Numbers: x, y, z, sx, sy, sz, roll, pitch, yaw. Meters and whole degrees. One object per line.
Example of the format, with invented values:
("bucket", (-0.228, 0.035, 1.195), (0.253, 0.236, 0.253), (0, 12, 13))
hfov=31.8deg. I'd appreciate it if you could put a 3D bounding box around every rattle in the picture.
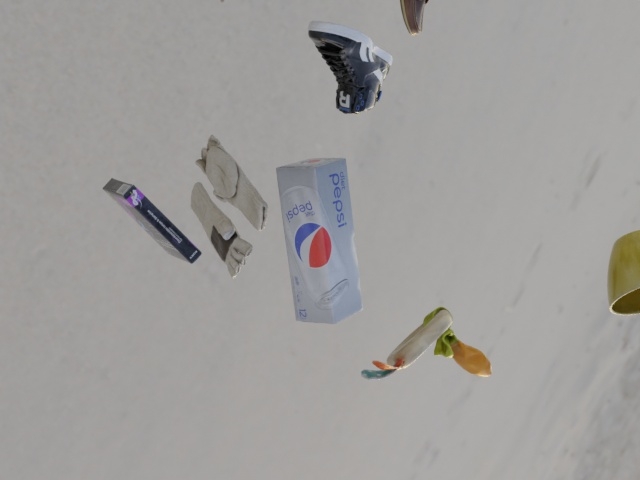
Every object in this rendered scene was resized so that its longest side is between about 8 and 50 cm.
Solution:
("rattle", (0.163, 0.199, 1.722), (0.130, 0.142, 0.200), (-25, -172, 28))

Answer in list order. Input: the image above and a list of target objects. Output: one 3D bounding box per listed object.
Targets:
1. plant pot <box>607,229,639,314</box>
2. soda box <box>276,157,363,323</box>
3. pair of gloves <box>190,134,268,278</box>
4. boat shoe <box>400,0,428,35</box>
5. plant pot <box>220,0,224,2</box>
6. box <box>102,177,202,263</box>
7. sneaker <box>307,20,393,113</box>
("plant pot", (0.475, 0.040, 1.641), (0.134, 0.095, 0.134), (-10, 155, -5))
("soda box", (0.000, 0.000, 2.004), (0.098, 0.091, 0.286), (-20, 107, -51))
("pair of gloves", (-0.182, -0.064, 2.098), (0.042, 0.204, 0.240), (-22, 154, -30))
("boat shoe", (0.198, -0.512, 2.312), (0.064, 0.060, 0.178), (13, 73, -67))
("plant pot", (-0.102, -0.466, 1.697), (0.165, 0.167, 0.167), (-20, 159, 1))
("box", (-0.269, -0.031, 1.791), (0.029, 0.162, 0.116), (-50, -155, -12))
("sneaker", (0.044, -0.269, 1.809), (0.217, 0.079, 0.121), (16, 89, -56))
